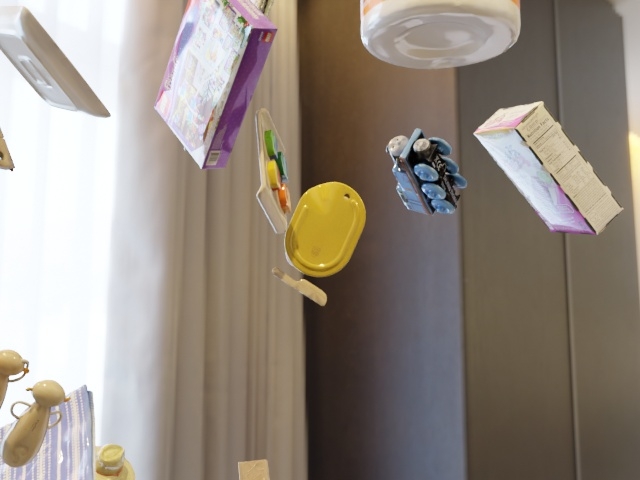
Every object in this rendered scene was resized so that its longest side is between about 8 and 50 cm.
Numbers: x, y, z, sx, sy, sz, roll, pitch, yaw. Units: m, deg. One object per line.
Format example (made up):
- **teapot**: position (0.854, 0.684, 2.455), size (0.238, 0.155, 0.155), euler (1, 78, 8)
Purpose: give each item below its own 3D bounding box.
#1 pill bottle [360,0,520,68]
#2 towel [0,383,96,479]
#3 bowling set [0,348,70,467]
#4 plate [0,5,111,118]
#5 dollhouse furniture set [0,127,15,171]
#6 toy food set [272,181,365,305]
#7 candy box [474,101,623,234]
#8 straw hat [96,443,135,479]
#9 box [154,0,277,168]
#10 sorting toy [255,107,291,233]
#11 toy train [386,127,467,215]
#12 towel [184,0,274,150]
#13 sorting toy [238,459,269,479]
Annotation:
- **pill bottle**: position (0.165, -0.465, 1.411), size (0.224, 0.392, 0.224), euler (0, -12, 0)
- **towel**: position (-0.557, 0.414, 1.783), size (0.336, 0.243, 0.040), euler (-26, -51, 6)
- **bowling set**: position (-0.523, 0.191, 1.447), size (0.287, 0.154, 0.200), euler (21, 22, -26)
- **plate**: position (-0.576, -0.359, 2.035), size (0.278, 0.045, 0.277), euler (18, -31, 53)
- **dollhouse furniture set**: position (-0.665, -0.163, 1.754), size (0.129, 0.129, 0.183), euler (-27, -11, 16)
- **toy food set**: position (0.000, 0.000, 1.824), size (0.128, 0.218, 0.071), euler (25, -5, 3)
- **candy box**: position (0.381, -0.118, 1.665), size (0.071, 0.233, 0.159), euler (-42, 12, -10)
- **straw hat**: position (-0.438, 0.456, 2.055), size (0.144, 0.061, 0.144), euler (25, 23, -11)
- **box**: position (-0.193, -0.304, 1.769), size (0.057, 0.201, 0.293), euler (-6, -46, -40)
- **sorting toy**: position (-0.096, -0.145, 2.081), size (0.038, 0.208, 0.193), euler (-6, -27, 10)
- **toy train**: position (0.172, -0.110, 1.639), size (0.105, 0.080, 0.184), euler (15, -24, 33)
- **towel**: position (-0.181, -0.356, 2.074), size (0.056, 0.324, 0.312), euler (23, -21, -19)
- **sorting toy**: position (-0.136, 0.492, 2.032), size (0.062, 0.083, 0.012), euler (-2, -39, -9)
